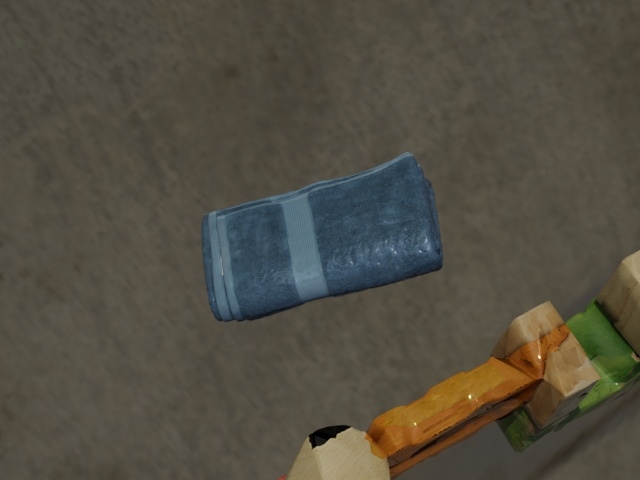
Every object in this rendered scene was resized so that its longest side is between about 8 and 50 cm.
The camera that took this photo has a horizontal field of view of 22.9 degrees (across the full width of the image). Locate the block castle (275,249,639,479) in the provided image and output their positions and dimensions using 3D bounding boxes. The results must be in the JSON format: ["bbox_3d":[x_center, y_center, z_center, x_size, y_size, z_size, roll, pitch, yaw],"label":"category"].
[{"bbox_3d":[0.209,0.175,0.953,0.453,0.303,0.213,-27,161,-21],"label":"block castle"}]

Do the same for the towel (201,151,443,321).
[{"bbox_3d":[0.000,0.000,0.788,0.119,0.067,0.029,-14,142,8],"label":"towel"}]
